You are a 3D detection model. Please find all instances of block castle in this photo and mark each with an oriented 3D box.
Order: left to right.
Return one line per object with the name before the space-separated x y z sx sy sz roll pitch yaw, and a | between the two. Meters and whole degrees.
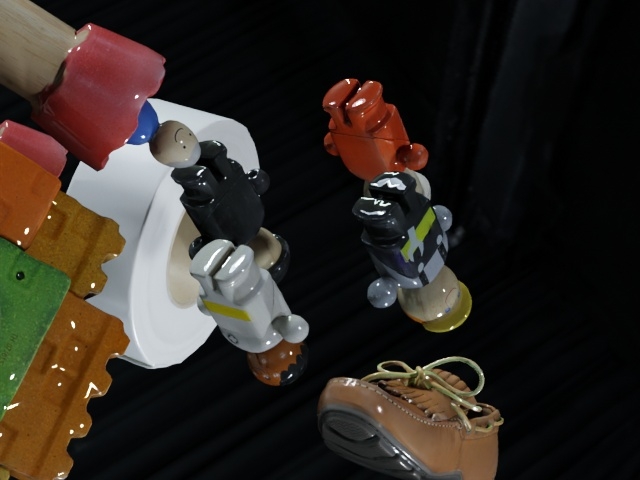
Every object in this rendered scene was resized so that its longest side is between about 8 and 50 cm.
block castle | -0.270 0.070 0.751 0.213 0.453 0.303 32 -26 -19

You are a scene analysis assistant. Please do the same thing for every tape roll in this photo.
tape roll | -0.173 -0.007 1.309 0.100 0.286 0.286 17 -39 18

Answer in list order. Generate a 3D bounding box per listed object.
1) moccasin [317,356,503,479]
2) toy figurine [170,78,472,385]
moccasin | 0.117 0.200 1.345 0.139 0.147 0.380 11 -10 37
toy figurine | 0.000 0.000 0.941 0.209 0.213 0.148 -109 174 -50
